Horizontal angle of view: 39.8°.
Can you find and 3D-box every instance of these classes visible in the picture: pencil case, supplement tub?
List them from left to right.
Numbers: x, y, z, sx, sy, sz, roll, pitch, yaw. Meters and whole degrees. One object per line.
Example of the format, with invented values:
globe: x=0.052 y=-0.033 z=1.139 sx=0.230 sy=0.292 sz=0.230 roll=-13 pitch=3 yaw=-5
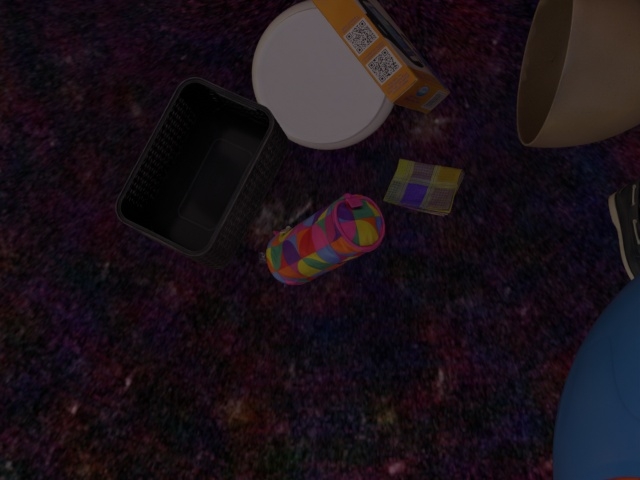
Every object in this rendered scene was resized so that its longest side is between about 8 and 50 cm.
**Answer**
pencil case: x=0.000 y=0.000 z=1.404 sx=0.104 sy=0.104 sz=0.236 roll=49 pitch=144 yaw=-13
supplement tub: x=0.015 y=-0.281 z=1.491 sx=0.240 sy=0.331 sz=0.241 roll=1 pitch=102 yaw=4

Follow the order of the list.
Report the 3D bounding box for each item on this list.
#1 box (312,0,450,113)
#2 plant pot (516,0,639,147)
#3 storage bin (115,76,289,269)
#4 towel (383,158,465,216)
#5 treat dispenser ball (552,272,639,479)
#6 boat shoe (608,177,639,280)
box: x=0.035 y=-0.155 z=0.645 sx=0.028 sy=0.081 sz=0.136 roll=-39 pitch=77 yaw=21
plant pot: x=0.443 y=-0.274 z=1.399 sx=0.190 sy=0.284 sz=0.284 roll=10 pitch=108 yaw=-2
storage bin: x=-0.128 y=-0.073 z=0.982 sx=0.122 sy=0.084 sz=0.180 roll=25 pitch=84 yaw=14
towel: x=0.116 y=-0.061 z=0.989 sx=0.083 sy=0.009 sz=0.060 roll=15 pitch=70 yaw=29
treat dispenser ball: x=0.273 y=0.124 z=0.472 sx=0.288 sy=0.288 sz=0.288 roll=1 pitch=108 yaw=2
boat shoe: x=0.616 y=0.000 z=1.651 sx=0.095 sy=0.255 sz=0.079 roll=14 pitch=143 yaw=-25
